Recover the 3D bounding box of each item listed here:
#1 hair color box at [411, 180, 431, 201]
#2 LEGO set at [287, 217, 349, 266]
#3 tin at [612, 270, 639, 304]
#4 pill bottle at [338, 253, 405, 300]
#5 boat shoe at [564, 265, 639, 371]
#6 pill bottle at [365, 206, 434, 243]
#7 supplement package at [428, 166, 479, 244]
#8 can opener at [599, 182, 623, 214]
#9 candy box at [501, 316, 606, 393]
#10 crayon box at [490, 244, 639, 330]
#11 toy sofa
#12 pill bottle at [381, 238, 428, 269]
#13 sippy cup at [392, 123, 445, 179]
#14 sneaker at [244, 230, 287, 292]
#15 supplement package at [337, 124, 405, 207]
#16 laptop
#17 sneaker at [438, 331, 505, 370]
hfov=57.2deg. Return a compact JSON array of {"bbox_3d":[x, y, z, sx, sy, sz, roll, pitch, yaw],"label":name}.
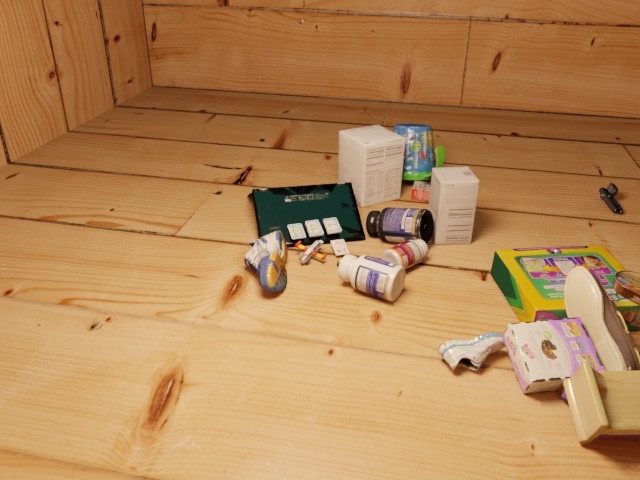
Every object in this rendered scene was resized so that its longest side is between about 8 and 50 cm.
[{"bbox_3d":[0.464,-0.200,2.423,0.167,0.054,0.093,9,28,12],"label":"hair color box"},{"bbox_3d":[0.000,0.000,2.000,0.182,0.060,0.244,-8,44,-13],"label":"LEGO set"},{"bbox_3d":[0.905,0.144,1.618,0.106,0.040,0.189,-27,43,-33],"label":"tin"},{"bbox_3d":[0.154,0.106,1.792,0.186,0.112,0.112,18,33,27],"label":"pill bottle"},{"bbox_3d":[0.727,0.218,1.510,0.096,0.117,0.325,8,54,-22],"label":"boat shoe"},{"bbox_3d":[0.275,-0.055,2.061,0.219,0.123,0.122,5,26,35],"label":"pill bottle"},{"bbox_3d":[0.465,-0.123,2.081,0.133,0.244,0.139,-2,30,-4],"label":"supplement package"},{"bbox_3d":[1.174,-0.165,2.377,0.059,0.073,0.186,11,39,3],"label":"can opener"},{"bbox_3d":[0.577,0.285,1.463,0.196,0.070,0.165,-3,51,-7],"label":"candy box"},{"bbox_3d":[0.738,0.142,1.746,0.362,0.106,0.313,-2,32,-6],"label":"crayon box"},{"bbox_3d":[0.745,0.374,1.314,0.362,0.177,0.150,0,53,-2],"label":"toy sofa"},{"bbox_3d":[0.280,0.049,1.929,0.152,0.086,0.086,-21,36,-36],"label":"pill bottle"},{"bbox_3d":[0.395,-0.389,2.545,0.305,0.224,0.240,6,17,17],"label":"sippy cup"},{"bbox_3d":[-0.179,0.081,1.868,0.130,0.112,0.296,-15,26,8],"label":"sneaker"},{"bbox_3d":[0.203,-0.307,2.393,0.197,0.263,0.199,-15,33,-26],"label":"supplement package"},{"bbox_3d":[-0.069,-0.097,2.259,0.381,0.236,0.408,-6,58,-11],"label":"laptop"},{"bbox_3d":[0.404,0.296,1.514,0.190,0.071,0.083,-10,44,-14],"label":"sneaker"}]
